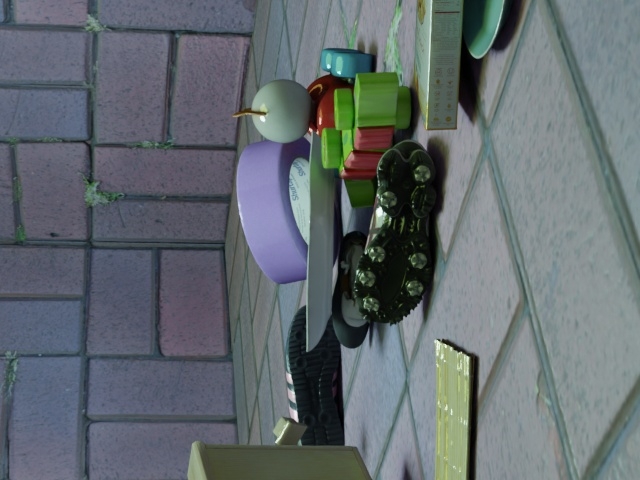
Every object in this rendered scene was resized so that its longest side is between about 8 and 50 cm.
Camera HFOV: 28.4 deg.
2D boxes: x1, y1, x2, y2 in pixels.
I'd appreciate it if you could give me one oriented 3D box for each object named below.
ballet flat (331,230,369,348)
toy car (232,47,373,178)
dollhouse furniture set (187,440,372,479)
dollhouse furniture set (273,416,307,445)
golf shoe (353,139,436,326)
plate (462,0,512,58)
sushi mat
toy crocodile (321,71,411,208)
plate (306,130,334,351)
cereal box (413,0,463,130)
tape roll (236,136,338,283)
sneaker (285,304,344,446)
[{"bbox_3d":[0.058,0.084,2.161,0.074,0.074,0.203,165,108,-80],"label":"ballet flat"},{"bbox_3d":[-0.040,-0.232,2.252,0.210,0.238,0.219,-129,41,-75],"label":"toy car"},{"bbox_3d":[-0.080,0.517,1.902,0.362,0.256,0.394,-120,37,-63],"label":"dollhouse furniture set"},{"bbox_3d":[-0.001,0.522,2.279,0.174,0.303,0.355,40,107,43],"label":"dollhouse furniture set"},{"bbox_3d":[0.117,-0.011,1.815,0.120,0.105,0.273,-70,-8,-70],"label":"golf shoe"},{"bbox_3d":[0.202,-0.311,1.506,0.188,0.024,0.188,-179,90,-81],"label":"plate"},{"bbox_3d":[0.170,0.293,1.644,0.151,0.019,0.316,-167,78,-79],"label":"sushi mat"},{"bbox_3d":[0.071,-0.159,1.976,0.340,0.115,0.105,108,159,-65],"label":"toy crocodile"},{"bbox_3d":[0.000,0.000,2.123,0.278,0.045,0.277,-88,0,-55],"label":"plate"},{"bbox_3d":[0.150,-0.284,1.620,0.173,0.047,0.240,-92,1,-59],"label":"cereal box"},{"bbox_3d":[-0.058,-0.059,2.384,0.275,0.090,0.275,-13,-90,-69],"label":"tape roll"},{"bbox_3d":[-0.023,0.287,2.466,0.131,0.112,0.319,128,143,-69],"label":"sneaker"}]
